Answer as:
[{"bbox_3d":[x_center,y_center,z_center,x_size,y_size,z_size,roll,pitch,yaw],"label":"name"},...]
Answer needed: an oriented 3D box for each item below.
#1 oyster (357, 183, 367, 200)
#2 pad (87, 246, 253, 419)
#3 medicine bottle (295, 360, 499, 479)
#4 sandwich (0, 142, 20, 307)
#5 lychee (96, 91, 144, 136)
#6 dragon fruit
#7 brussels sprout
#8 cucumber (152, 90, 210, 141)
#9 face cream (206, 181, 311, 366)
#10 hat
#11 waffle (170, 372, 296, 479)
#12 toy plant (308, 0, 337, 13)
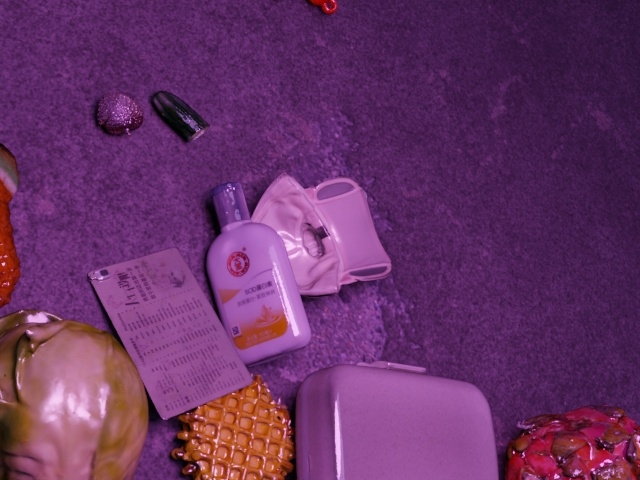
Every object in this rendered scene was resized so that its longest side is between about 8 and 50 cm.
[{"bbox_3d":[0.043,-0.059,1.616,0.100,0.037,0.098,23,79,-44],"label":"oyster"},{"bbox_3d":[-0.227,0.131,1.352,0.160,0.009,0.265,-18,66,-35],"label":"pad"},{"bbox_3d":[0.130,0.335,1.421,0.375,0.123,0.282,13,63,-35],"label":"medicine bottle"},{"bbox_3d":[-0.519,-0.016,1.206,0.162,0.250,0.301,-10,83,12],"label":"sandwich"},{"bbox_3d":[-0.323,-0.203,1.440,0.083,0.068,0.067,56,14,5],"label":"lychee"},{"bbox_3d":[0.437,0.427,1.521,0.291,0.250,0.269,-26,104,-40],"label":"dragon fruit"},{"bbox_3d":[-0.350,0.218,1.139,0.227,0.259,0.294,-6,73,-38],"label":"brussels sprout"},{"bbox_3d":[-0.240,-0.212,1.501,0.105,0.048,0.048,43,56,-3],"label":"cucumber"},{"bbox_3d":[-0.112,0.048,1.421,0.071,0.144,0.291,15,57,-68],"label":"face cream"},{"bbox_3d":[0.000,0.000,1.527,0.226,0.164,0.219,3,63,-58],"label":"hat"},{"bbox_3d":[-0.124,0.301,1.351,0.193,0.070,0.197,51,53,-3],"label":"waffle"},{"bbox_3d":[-0.066,-0.541,1.709,0.155,0.088,0.240,-15,89,-21],"label":"toy plant"}]
